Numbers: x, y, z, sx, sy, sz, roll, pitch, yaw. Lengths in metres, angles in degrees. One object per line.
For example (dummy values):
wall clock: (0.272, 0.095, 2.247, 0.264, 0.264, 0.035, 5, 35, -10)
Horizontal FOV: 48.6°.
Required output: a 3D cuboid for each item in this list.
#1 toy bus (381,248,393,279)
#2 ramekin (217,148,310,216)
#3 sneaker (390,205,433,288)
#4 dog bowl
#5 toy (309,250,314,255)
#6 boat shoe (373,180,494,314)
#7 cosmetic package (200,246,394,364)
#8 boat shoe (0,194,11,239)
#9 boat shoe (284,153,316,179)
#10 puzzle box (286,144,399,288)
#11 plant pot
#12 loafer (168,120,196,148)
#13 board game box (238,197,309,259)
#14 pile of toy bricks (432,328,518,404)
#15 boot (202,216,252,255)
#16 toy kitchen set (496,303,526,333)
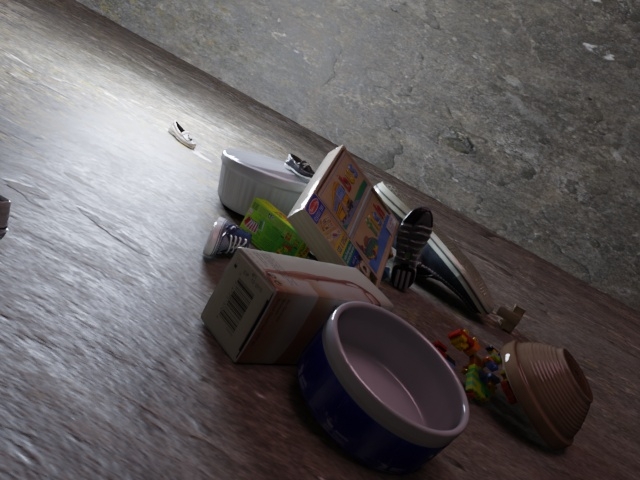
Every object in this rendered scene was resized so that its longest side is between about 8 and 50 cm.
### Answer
toy bus: (0.103, 0.006, 1.905, 0.202, 0.104, 0.191, 53, 35, -14)
ramekin: (-0.140, -0.133, 1.823, 0.273, 0.127, 0.273, 18, 13, -4)
sneaker: (0.239, 0.012, 1.926, 0.086, 0.229, 0.132, 19, 8, 2)
dog bowl: (0.098, 0.225, 1.109, 0.265, 0.104, 0.265, 31, 24, -16)
toy: (0.000, 0.000, 1.837, 0.137, 0.056, 0.237, 12, 23, -49)
boat shoe: (0.303, 0.043, 2.069, 0.500, 0.156, 0.187, 46, 15, 16)
cosmetic package: (-0.033, 0.122, 1.222, 0.296, 0.153, 0.129, 10, 26, -46)
boat shoe: (-0.566, -0.086, 1.086, 0.226, 0.076, 0.083, 30, 15, 3)
boat shoe: (-0.046, -0.186, 1.805, 0.046, 0.038, 0.125, 7, 19, -40)
puzzle box: (0.069, -0.048, 1.710, 0.272, 0.052, 0.409, 52, 28, -15)
plant pot: (0.479, 0.298, 1.454, 0.237, 0.109, 0.237, 43, 28, -30)
loafer: (-0.419, -0.324, 2.161, 0.125, 0.039, 0.045, 38, 17, 31)
board game box: (-0.103, -0.012, 1.628, 0.181, 0.092, 0.043, 39, 19, 32)
pile of toy bricks: (0.318, 0.282, 1.457, 0.212, 0.118, 0.105, 40, 39, -23)
boot: (-0.188, 0.000, 1.482, 0.086, 0.069, 0.190, 24, 14, -6)
toy kitchen set: (0.539, 0.210, 2.057, 0.068, 0.083, 0.075, 29, 16, -2)
